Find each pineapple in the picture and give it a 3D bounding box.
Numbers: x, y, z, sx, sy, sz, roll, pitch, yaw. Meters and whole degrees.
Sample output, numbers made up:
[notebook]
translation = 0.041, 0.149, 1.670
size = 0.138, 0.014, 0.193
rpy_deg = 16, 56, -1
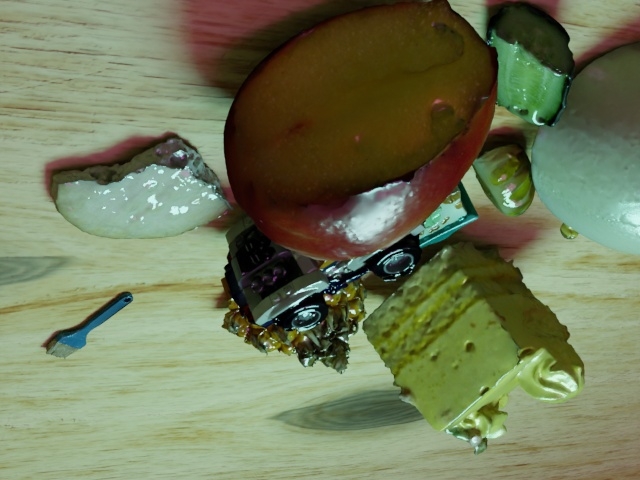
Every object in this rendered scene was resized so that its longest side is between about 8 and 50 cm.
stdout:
[pineapple]
translation = -0.011, 0.111, 1.844
size = 0.249, 0.164, 0.140
rpy_deg = -6, 138, -20

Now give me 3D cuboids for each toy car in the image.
[toy car]
translation = -0.002, 0.000, 1.640
size = 0.301, 0.193, 0.118
rpy_deg = -30, 148, 15

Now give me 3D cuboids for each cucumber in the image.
[cucumber]
translation = 0.275, -0.226, 1.578
size = 0.115, 0.086, 0.193
rpy_deg = 20, 154, 16

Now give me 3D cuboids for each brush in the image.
[brush]
translation = -0.335, 0.124, 1.790
size = 0.164, 0.014, 0.051
rpy_deg = -36, 148, 19

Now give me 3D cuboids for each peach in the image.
[peach]
translation = 0.054, -0.131, 1.400
size = 0.281, 0.281, 0.338
rpy_deg = 10, 141, -42

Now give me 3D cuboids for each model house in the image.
[model house]
translation = 0.147, -0.050, 1.747
size = 0.127, 0.101, 0.149
rpy_deg = -27, 151, 9

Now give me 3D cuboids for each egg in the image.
[egg]
translation = 0.482, -0.106, 1.704
size = 0.337, 0.201, 0.337
rpy_deg = -13, 125, -19

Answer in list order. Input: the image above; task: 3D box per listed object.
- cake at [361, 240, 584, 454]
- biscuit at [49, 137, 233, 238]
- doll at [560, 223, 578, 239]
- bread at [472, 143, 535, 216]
[cake]
translation = 0.255, 0.174, 1.942
size = 0.227, 0.286, 0.222
rpy_deg = -45, 157, 28
[biscuit]
translation = -0.218, -0.059, 1.559
size = 0.265, 0.040, 0.188
rpy_deg = 4, 143, -36
[doll]
translation = 0.432, -0.085, 1.892
size = 0.129, 0.081, 0.207
rpy_deg = -21, 151, -33
[bread]
translation = 0.274, -0.084, 1.786
size = 0.083, 0.094, 0.157
rpy_deg = -23, 141, 9
